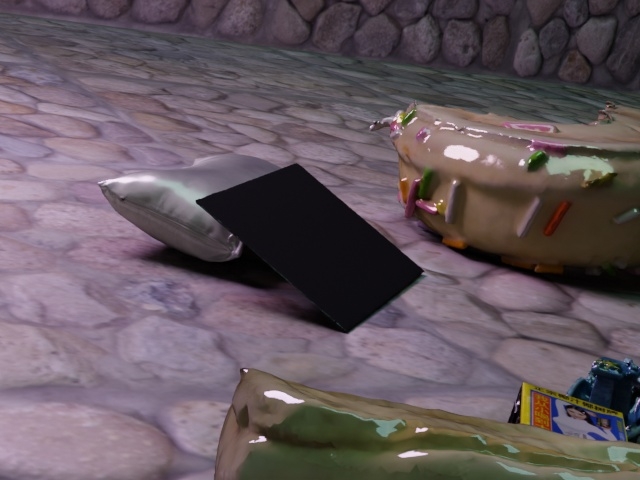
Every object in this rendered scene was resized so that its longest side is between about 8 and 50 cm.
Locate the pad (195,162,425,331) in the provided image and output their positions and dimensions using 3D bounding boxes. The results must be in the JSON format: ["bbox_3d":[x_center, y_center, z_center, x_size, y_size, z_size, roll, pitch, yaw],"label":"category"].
[{"bbox_3d":[0.000,0.000,1.214,0.170,0.006,0.245,40,20,8],"label":"pad"}]

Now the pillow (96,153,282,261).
[{"bbox_3d":[-0.098,-0.040,1.290,0.144,0.078,0.254,18,14,13],"label":"pillow"}]

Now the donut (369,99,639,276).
[{"bbox_3d":[0.271,-0.062,1.483,0.371,0.150,0.307,-2,17,-26],"label":"donut"}]

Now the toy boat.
[{"bbox_3d":[0.200,0.112,0.943,0.060,0.061,0.137,16,14,21],"label":"toy boat"}]

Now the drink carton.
[{"bbox_3d":[0.143,0.141,0.799,0.071,0.056,0.165,20,15,4],"label":"drink carton"}]

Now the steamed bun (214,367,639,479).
[{"bbox_3d":[0.154,0.172,0.499,0.428,0.189,0.247,11,-9,1],"label":"steamed bun"}]
